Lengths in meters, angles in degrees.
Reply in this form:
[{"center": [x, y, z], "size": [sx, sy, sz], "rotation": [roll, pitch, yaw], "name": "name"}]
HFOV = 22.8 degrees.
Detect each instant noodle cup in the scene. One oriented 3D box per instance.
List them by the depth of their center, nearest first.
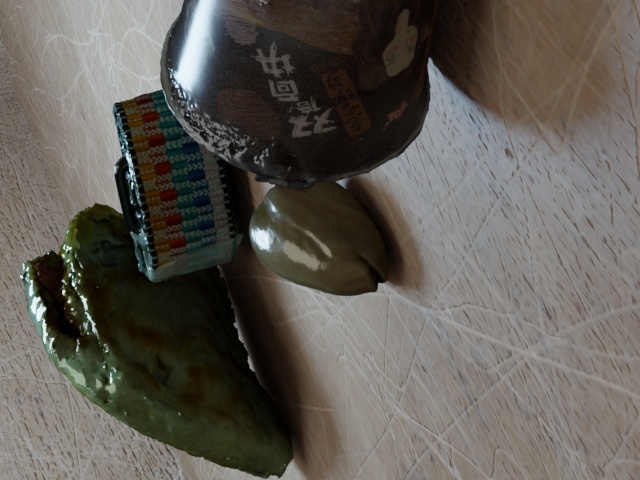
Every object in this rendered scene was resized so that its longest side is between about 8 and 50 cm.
[{"center": [-0.003, -0.184, 1.157], "size": [0.207, 0.217, 0.217], "rotation": [106, 144, -53], "name": "instant noodle cup"}]

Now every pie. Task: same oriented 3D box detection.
[{"center": [-0.210, 0.148, 2.173], "size": [0.418, 0.180, 0.395], "rotation": [54, -162, 26], "name": "pie"}]

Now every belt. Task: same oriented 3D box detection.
[{"center": [-0.190, -0.073, 2.066], "size": [0.207, 0.150, 0.257], "rotation": [-115, 14, -56], "name": "belt"}]

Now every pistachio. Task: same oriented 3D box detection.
[{"center": [0.000, 0.000, 1.553], "size": [0.126, 0.108, 0.185], "rotation": [53, 169, -32], "name": "pistachio"}]
